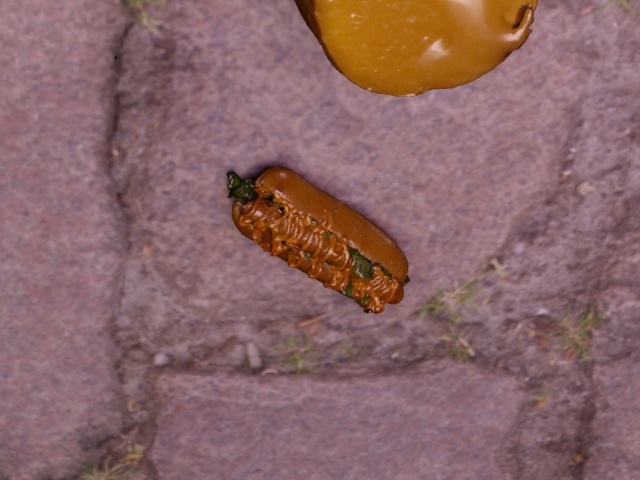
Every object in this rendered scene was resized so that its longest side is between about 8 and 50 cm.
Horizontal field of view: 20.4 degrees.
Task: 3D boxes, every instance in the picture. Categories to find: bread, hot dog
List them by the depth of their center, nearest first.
[{"bbox_3d":[0.062,-0.236,1.267,0.195,0.142,0.269,-9,129,-3],"label":"bread"},{"bbox_3d":[0.000,0.000,1.487,0.188,0.055,0.072,31,118,-27],"label":"hot dog"}]
